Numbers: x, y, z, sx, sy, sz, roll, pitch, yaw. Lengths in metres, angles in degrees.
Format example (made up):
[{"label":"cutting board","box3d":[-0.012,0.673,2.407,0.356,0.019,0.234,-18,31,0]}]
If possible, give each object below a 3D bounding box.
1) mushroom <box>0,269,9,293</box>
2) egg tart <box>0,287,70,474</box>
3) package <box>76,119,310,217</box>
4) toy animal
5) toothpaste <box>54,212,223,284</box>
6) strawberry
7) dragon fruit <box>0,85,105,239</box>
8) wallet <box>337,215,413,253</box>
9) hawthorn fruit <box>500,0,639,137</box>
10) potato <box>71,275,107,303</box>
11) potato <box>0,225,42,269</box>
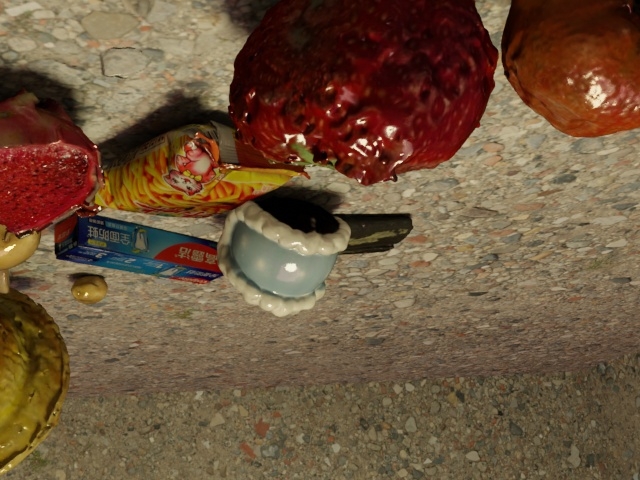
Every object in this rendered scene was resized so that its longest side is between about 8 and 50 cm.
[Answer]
[{"label":"mushroom","box3d":[-0.635,0.066,1.351,0.236,0.162,0.173,-2,162,-17]},{"label":"egg tart","box3d":[-0.668,0.235,1.457,0.443,0.443,0.178,-3,144,-10]},{"label":"package","box3d":[-0.175,-0.091,1.148,0.288,0.108,0.223,-13,167,40]},{"label":"toy animal","box3d":[-0.058,0.029,1.386,0.208,0.156,0.204,12,119,-25]},{"label":"toothpaste","box3d":[-0.308,0.019,1.471,0.076,0.066,0.320,-22,156,38]},{"label":"strawberry","box3d":[0.050,-0.177,0.836,0.274,0.220,0.274,6,-164,-2]},{"label":"dragon fruit","box3d":[-0.348,-0.112,1.014,0.161,0.126,0.274,-14,161,-6]},{"label":"wallet","box3d":[0.000,0.000,1.545,0.321,0.044,0.170,-1,158,-17]},{"label":"hawthorn fruit","box3d":[0.275,-0.195,0.865,0.207,0.207,0.243,0,170,-17]},{"label":"potato","box3d":[-0.463,0.100,1.656,0.068,0.062,0.083,-37,-174,6]},{"label":"potato","box3d":[-0.492,-0.008,1.273,0.109,0.118,0.178,41,156,-17]}]
